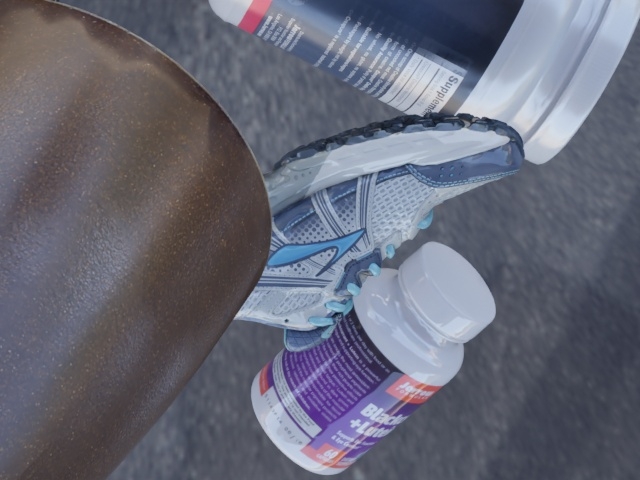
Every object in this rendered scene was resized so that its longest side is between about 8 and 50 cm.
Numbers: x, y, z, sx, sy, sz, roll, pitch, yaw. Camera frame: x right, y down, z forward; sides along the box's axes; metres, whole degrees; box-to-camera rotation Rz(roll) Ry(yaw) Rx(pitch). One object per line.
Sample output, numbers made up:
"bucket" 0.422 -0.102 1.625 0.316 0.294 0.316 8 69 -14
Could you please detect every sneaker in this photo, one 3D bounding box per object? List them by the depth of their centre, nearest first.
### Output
"sneaker" 0.000 0.000 1.208 0.283 0.110 0.122 -18 96 4

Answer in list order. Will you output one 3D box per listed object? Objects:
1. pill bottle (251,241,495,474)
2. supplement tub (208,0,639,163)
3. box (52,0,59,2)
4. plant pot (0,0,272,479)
"pill bottle" 0.044 0.090 1.492 0.108 0.108 0.193 40 118 -12
"supplement tub" 0.075 -0.188 1.339 0.272 0.191 0.191 26 101 -7
"box" -0.337 -0.196 1.404 0.247 0.163 0.142 4 102 -46
"plant pot" -0.158 0.047 0.819 0.215 0.230 0.215 12 135 12
